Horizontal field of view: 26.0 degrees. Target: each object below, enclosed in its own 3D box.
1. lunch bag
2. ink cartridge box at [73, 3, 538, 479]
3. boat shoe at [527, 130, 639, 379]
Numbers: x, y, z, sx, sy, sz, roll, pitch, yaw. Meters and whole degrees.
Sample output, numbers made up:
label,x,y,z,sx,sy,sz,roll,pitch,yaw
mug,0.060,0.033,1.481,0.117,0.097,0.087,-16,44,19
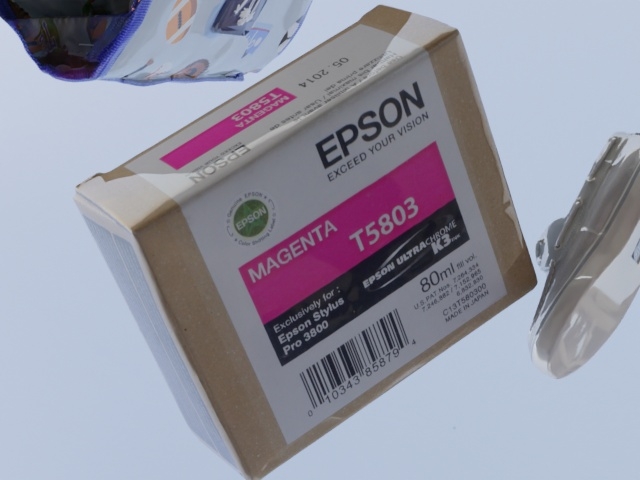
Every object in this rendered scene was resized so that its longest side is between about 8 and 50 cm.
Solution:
label,x,y,z,sx,sy,sz,roll,pitch,yaw
lunch bag,-0.116,-0.315,1.089,0.239,0.328,0.385,4,-82,21
ink cartridge box,0.000,0.000,0.838,0.235,0.088,0.193,-33,-57,-18
boat shoe,0.176,0.004,0.912,0.063,0.066,0.184,20,-104,38
